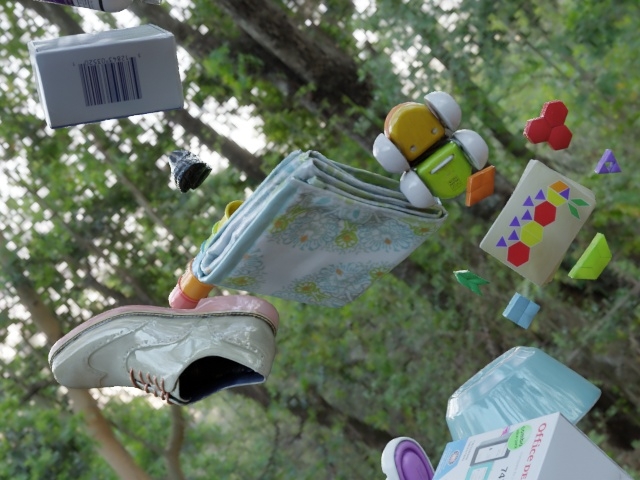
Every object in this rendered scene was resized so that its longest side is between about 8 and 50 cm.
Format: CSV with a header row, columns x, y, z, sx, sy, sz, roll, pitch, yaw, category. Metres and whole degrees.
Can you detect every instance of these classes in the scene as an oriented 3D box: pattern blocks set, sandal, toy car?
x,y,z,sx,sy,sz,roll,pitch,yaw,category
0.356,-0.032,1.589,0.325,0.285,0.026,-49,17,0,pattern blocks set
0.269,0.611,2.094,0.102,0.416,0.169,-32,2,43,sandal
0.178,-0.154,1.643,0.159,0.182,0.136,-39,15,1,toy car

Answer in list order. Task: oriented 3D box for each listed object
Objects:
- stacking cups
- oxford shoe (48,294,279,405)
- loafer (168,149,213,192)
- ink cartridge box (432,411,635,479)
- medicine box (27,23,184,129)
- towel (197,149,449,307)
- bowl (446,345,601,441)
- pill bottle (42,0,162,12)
x,y,z,sx,sy,sz,roll,pitch,yaw,category
-0.228,0.053,2.066,0.316,0.096,0.096,-51,-10,36,stacking cups
-0.262,0.193,1.570,0.397,0.146,0.140,-14,-46,13,oxford shoe
-0.216,-0.114,1.538,0.062,0.061,0.170,-50,2,0,loafer
0.327,0.435,1.577,0.270,0.197,0.198,-32,21,48,ink cartridge box
-0.434,-0.336,1.955,0.264,0.149,0.289,-12,19,-15,medicine box
0.000,0.000,1.751,0.321,0.090,0.374,16,-40,-29,towel
0.363,0.319,1.877,0.311,0.163,0.311,-38,-8,-6,bowl
-0.432,-0.501,1.701,0.181,0.323,0.181,-172,90,-86,pill bottle
